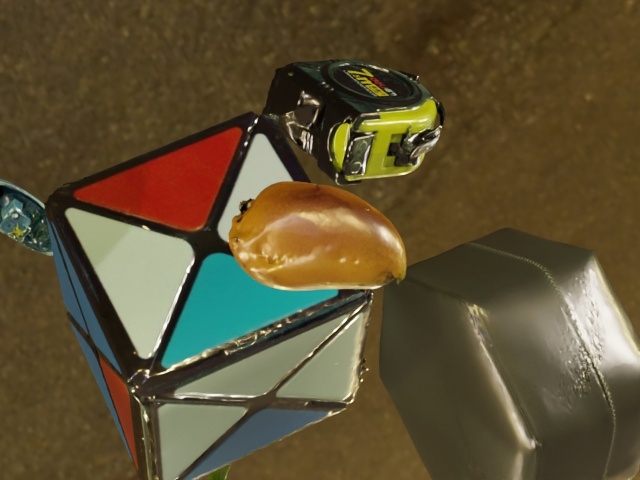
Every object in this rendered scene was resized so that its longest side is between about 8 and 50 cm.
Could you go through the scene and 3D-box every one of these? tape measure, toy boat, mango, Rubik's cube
[{"bbox_3d":[0.052,-0.141,1.780,0.186,0.199,0.112,-9,127,-36],"label":"tape measure"},{"bbox_3d":[-0.360,-0.030,1.758,0.137,0.061,0.060,40,104,-21],"label":"toy boat"},{"bbox_3d":[0.000,0.000,1.026,0.127,0.077,0.063,10,175,11],"label":"mango"},{"bbox_3d":[-0.111,0.064,1.471,0.250,0.248,0.246,-23,153,-17],"label":"Rubik's cube"}]

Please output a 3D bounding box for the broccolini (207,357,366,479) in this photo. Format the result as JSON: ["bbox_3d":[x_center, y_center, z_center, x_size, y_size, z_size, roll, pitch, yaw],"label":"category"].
[{"bbox_3d":[-0.039,0.203,1.659,0.062,0.123,0.271,40,78,-47],"label":"broccolini"}]

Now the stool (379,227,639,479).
[{"bbox_3d":[0.154,0.108,1.181,0.141,0.232,0.232,-22,150,-22],"label":"stool"}]
